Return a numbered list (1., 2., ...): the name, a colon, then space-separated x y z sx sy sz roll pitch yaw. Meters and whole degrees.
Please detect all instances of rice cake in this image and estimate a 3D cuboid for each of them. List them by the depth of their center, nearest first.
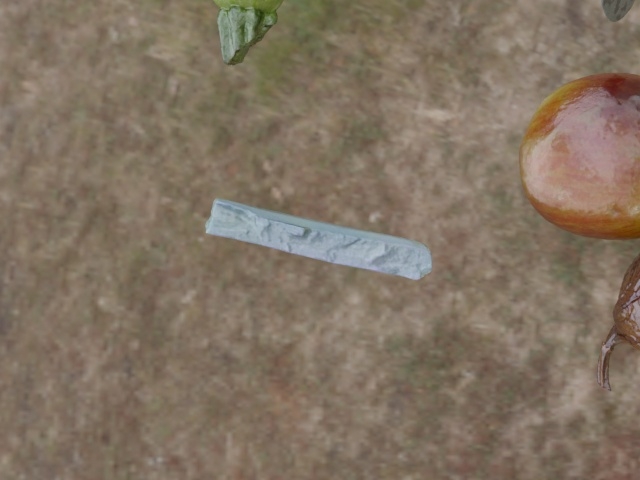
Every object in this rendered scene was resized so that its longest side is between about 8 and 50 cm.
1. rice cake: 0.000 0.000 1.078 0.042 0.180 0.030 -117 40 -77

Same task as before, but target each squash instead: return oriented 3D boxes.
1. squash: -0.062 -0.226 1.235 0.105 0.105 0.132 9 113 47

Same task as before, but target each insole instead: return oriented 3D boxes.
1. insole: 0.318 -0.300 1.461 0.065 0.193 0.006 -41 59 -10

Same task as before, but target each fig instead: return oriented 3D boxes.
1. fig: 0.368 0.084 1.542 0.134 0.146 0.201 51 140 0

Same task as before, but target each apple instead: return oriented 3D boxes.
1. apple: 0.309 -0.097 1.479 0.173 0.195 0.160 18 134 25
